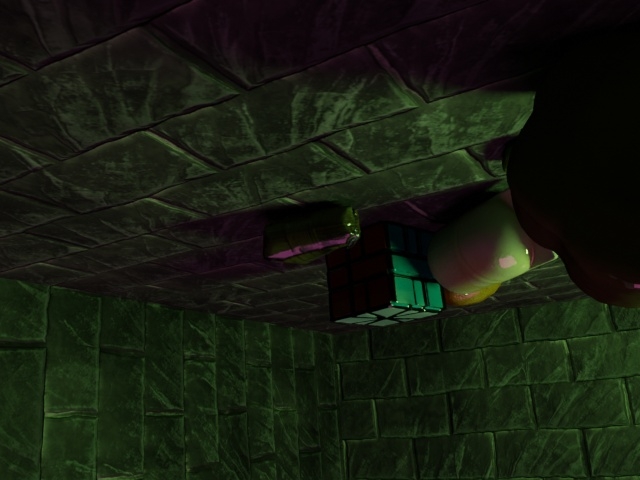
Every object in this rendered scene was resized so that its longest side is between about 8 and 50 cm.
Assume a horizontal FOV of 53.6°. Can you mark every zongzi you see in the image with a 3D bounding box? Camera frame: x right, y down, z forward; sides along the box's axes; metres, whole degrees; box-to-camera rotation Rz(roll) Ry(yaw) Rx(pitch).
[{"bbox_3d":[0.000,0.000,1.878,0.286,0.138,0.300,-12,162,14],"label":"zongzi"}]

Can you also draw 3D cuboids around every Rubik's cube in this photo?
[{"bbox_3d":[0.211,0.120,2.088,0.288,0.284,0.293,12,159,-41],"label":"Rubik's cube"}]

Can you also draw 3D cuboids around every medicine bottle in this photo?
[{"bbox_3d":[0.501,0.004,1.834,0.235,0.236,0.406,2,163,-19],"label":"medicine bottle"}]

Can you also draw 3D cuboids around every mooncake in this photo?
[{"bbox_3d":[0.550,-0.113,1.059,0.466,0.467,0.262,-8,161,12],"label":"mooncake"}]

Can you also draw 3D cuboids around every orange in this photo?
[{"bbox_3d":[0.499,0.106,2.174,0.264,0.264,0.264,-4,164,-1],"label":"orange"}]

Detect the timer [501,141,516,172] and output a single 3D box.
[{"bbox_3d":[0.493,-0.197,1.480,0.128,0.047,0.140,-5,164,8],"label":"timer"}]
